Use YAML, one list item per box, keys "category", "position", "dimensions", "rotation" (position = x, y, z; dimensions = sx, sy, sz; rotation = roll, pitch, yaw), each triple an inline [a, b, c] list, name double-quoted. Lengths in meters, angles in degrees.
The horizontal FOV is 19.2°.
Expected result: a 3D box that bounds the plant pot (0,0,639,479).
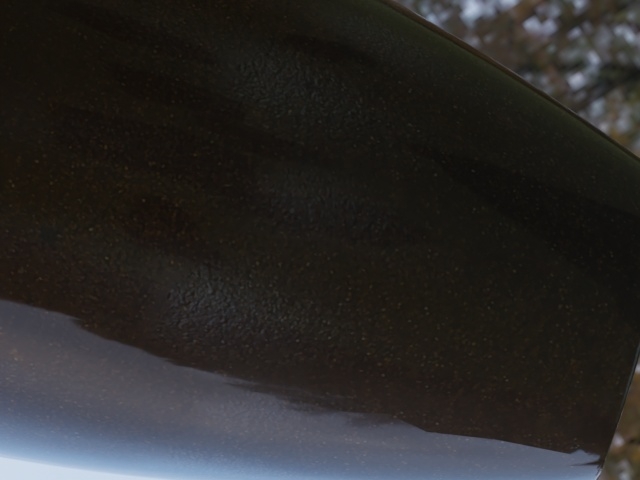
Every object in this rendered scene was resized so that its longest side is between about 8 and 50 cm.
- category: "plant pot"
  position: [0.000, 0.000, 0.661]
  dimensions: [0.230, 0.215, 0.215]
  rotation: [16, -149, 7]
